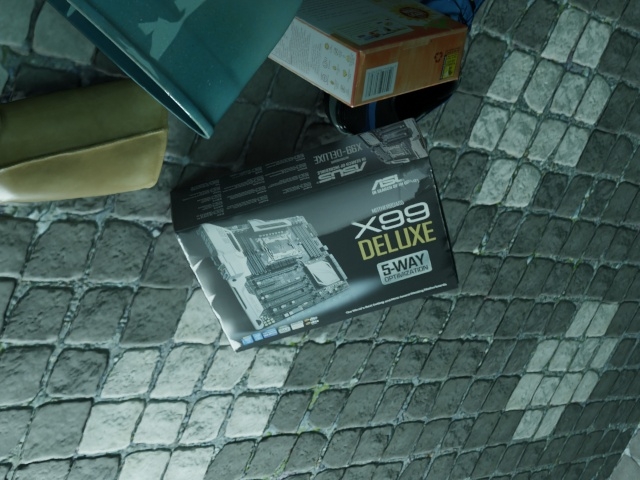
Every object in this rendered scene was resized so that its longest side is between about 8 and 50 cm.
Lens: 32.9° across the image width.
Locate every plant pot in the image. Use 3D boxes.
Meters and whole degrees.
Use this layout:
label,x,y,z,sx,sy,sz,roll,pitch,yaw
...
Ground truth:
label,x,y,z,sx,sy,sz,roll,pitch,yaw
plant pot,-0.115,-0.273,0.947,0.255,0.271,0.271,-48,142,-2

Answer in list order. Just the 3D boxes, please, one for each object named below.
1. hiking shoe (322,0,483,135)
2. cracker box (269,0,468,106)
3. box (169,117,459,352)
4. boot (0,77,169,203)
label,x,y,z,sx,sy,sz,roll,pitch,yaw
hiking shoe,0.145,-0.235,1.367,0.304,0.132,0.113,-52,143,-2
cracker box,0.019,-0.229,1.161,0.155,0.232,0.067,-19,132,-36
box,0.000,0.000,1.330,0.307,0.076,0.242,-16,137,3
boot,-0.273,-0.132,1.059,0.269,0.089,0.236,-15,138,-38
